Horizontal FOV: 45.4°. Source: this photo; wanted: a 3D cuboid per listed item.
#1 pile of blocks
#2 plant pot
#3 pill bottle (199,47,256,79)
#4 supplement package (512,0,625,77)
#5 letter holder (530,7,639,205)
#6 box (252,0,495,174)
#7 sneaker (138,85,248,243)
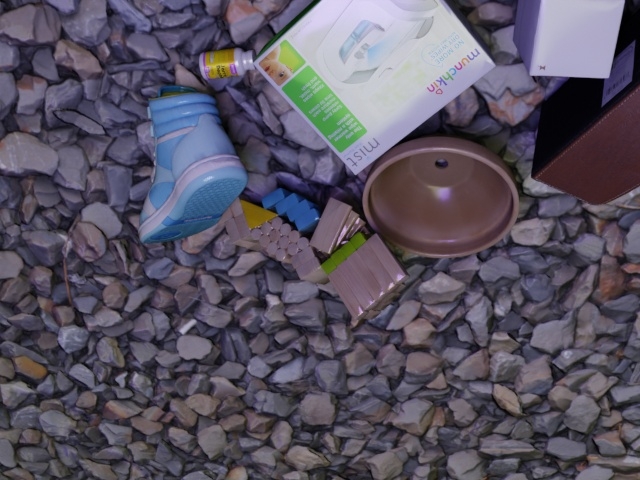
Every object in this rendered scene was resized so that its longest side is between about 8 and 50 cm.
[{"bbox_3d":[0.000,0.000,1.253,0.362,0.113,0.148,29,95,28],"label":"pile of blocks"},{"bbox_3d":[0.188,-0.089,1.197,0.238,0.109,0.237,6,139,5],"label":"plant pot"},{"bbox_3d":[-0.142,-0.275,1.185,0.083,0.043,0.043,-6,118,9],"label":"pill bottle"},{"bbox_3d":[0.331,-0.297,1.043,0.105,0.179,0.105,4,120,4],"label":"supplement package"},{"bbox_3d":[0.470,-0.173,1.045,0.215,0.152,0.302,24,148,-10],"label":"letter holder"},{"bbox_3d":[0.078,-0.271,1.119,0.262,0.126,0.231,-36,107,22],"label":"box"},{"bbox_3d":[-0.231,-0.128,1.246,0.319,0.127,0.208,-33,71,51],"label":"sneaker"}]
